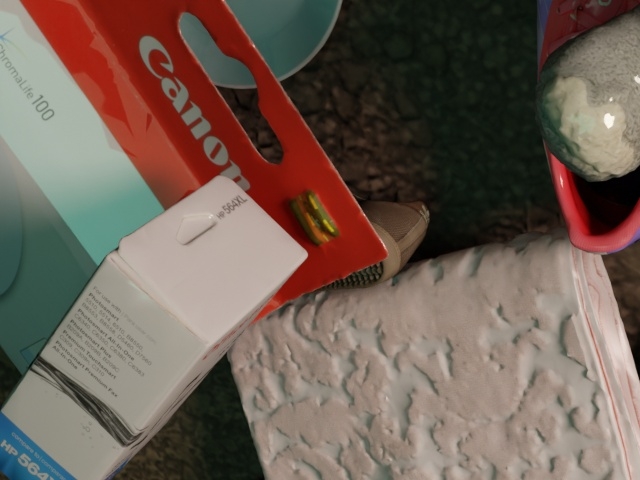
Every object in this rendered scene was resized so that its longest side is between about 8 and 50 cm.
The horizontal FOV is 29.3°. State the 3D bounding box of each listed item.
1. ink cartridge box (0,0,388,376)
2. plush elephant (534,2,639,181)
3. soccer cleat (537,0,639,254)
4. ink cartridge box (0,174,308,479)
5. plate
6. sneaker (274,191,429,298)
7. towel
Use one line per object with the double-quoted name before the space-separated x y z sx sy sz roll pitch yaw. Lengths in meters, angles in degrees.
"ink cartridge box" -0.170 -0.038 0.904 0.385 0.091 0.308 -26 100 49
"plush elephant" 0.326 -0.060 0.568 0.330 0.272 0.255 -45 53 17
"soccer cleat" 0.170 -0.146 0.705 0.108 0.116 0.318 4 116 26
"ink cartridge box" -0.118 0.071 0.813 0.086 0.148 0.203 43 124 3
"plate" -0.065 -0.199 0.858 0.188 0.024 0.188 12 119 22
"sneaker" 0.000 0.000 0.902 0.188 0.071 0.066 4 122 44
"towel" 0.086 0.172 0.881 0.331 0.053 0.317 -15 91 40
